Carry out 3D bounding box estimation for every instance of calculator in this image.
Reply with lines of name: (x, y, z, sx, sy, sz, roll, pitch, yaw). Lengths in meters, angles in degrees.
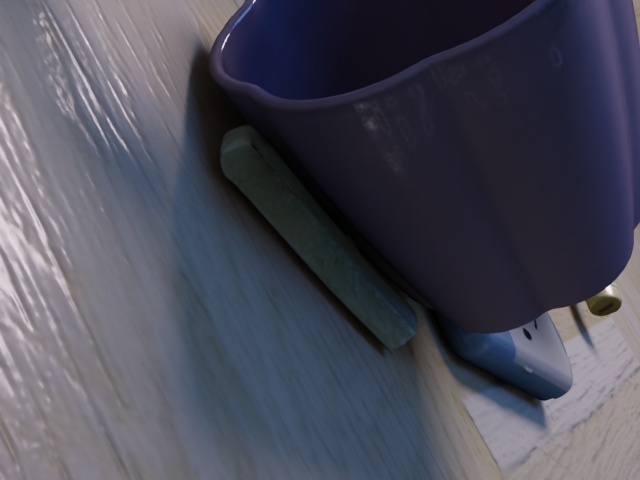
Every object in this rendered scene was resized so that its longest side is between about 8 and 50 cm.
calculator: (0.140, 0.060, 0.949, 0.210, 0.039, 0.121, 31, 32, -49)

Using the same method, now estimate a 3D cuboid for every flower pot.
flower pot: (0.101, -0.086, 0.779, 0.243, 0.265, 0.265, 56, 18, -34)

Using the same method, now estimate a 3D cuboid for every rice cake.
rice cake: (0.000, 0.000, 0.730, 0.180, 0.030, 0.042, 49, 17, -25)

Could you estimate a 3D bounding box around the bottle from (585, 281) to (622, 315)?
bottle: (0.292, -0.027, 1.354, 0.083, 0.083, 0.269, 38, 29, -42)
